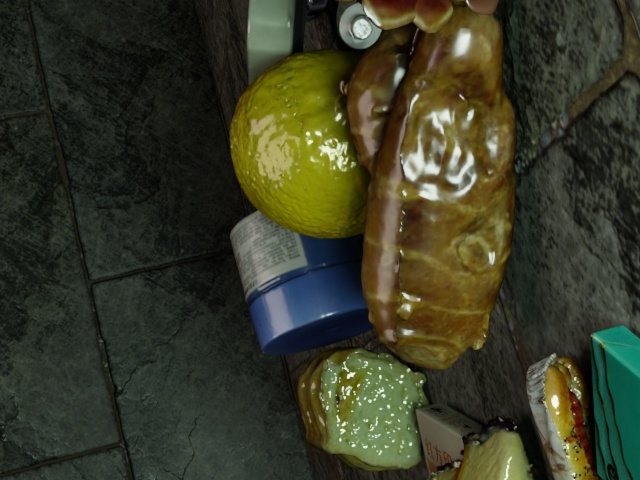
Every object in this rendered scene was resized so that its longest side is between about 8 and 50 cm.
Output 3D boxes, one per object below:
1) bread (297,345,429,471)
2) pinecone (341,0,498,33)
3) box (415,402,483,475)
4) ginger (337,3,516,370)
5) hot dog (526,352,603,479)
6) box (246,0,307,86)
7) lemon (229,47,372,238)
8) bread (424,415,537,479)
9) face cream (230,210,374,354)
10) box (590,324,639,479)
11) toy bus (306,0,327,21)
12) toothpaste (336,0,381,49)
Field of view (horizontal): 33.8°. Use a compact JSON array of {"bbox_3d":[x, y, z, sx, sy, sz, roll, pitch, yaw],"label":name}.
[{"bbox_3d":[0.071,0.286,1.795,0.252,0.195,0.239,180,82,-76],"label":"bread"},{"bbox_3d":[0.088,-0.327,0.905,0.264,0.264,0.264,167,90,-79],"label":"pinecone"},{"bbox_3d":[0.226,0.433,1.538,0.204,0.051,0.365,-169,66,-77],"label":"box"},{"bbox_3d":[0.119,-0.069,1.195,0.254,0.176,0.419,-139,47,-68],"label":"ginger"},{"bbox_3d":[0.258,0.208,1.072,0.108,0.059,0.191,-19,-88,-66],"label":"hot dog"},{"bbox_3d":[-0.061,-0.408,1.635,0.373,0.090,0.368,99,175,-79],"label":"box"},{"bbox_3d":[0.004,-0.130,1.467,0.322,0.268,0.268,130,127,-75],"label":"lemon"},{"bbox_3d":[0.239,0.470,1.400,0.345,0.242,0.405,146,141,-69],"label":"bread"},{"bbox_3d":[-0.013,0.051,1.785,0.249,0.248,0.225,113,140,-71],"label":"face cream"},{"bbox_3d":[0.305,0.191,0.905,0.226,0.042,0.161,-128,28,-65],"label":"box"},{"bbox_3d":[-0.020,-0.417,1.847,0.130,0.036,0.052,-179,80,-78],"label":"toy bus"},{"bbox_3d":[0.041,-0.263,1.226,0.248,0.046,0.078,-96,18,-71],"label":"toothpaste"}]
